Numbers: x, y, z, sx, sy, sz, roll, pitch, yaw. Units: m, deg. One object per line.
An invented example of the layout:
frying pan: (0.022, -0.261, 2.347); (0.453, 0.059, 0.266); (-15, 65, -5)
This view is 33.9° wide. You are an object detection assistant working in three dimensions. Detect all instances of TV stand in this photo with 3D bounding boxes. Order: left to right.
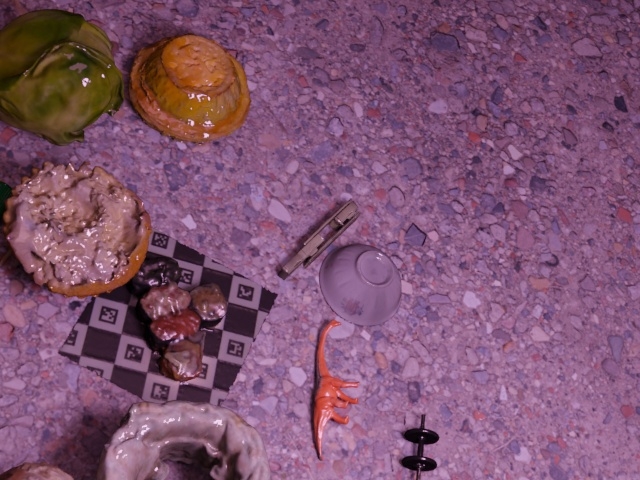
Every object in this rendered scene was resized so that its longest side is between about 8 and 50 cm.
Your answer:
TV stand: (0.000, 0.000, 2.197); (0.042, 0.036, 0.249); (44, 55, 3)

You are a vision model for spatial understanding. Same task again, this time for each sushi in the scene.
sushi: (-0.272, 0.141, 1.986); (0.320, 0.069, 0.339); (30, 56, -5)

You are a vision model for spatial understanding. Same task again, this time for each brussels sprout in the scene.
brussels sprout: (-0.515, -0.320, 2.041); (0.294, 0.227, 0.259); (-8, 49, 11)

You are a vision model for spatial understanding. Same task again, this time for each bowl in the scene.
bowl: (0.098, 0.076, 2.167); (0.189, 0.086, 0.189); (10, 60, -17)

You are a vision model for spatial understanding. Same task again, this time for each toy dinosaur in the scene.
toy dinosaur: (0.025, 0.286, 2.038); (0.101, 0.055, 0.279); (11, 59, 9)

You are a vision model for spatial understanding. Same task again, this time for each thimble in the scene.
thimble: (-0.239, 0.415, 1.760); (0.291, 0.195, 0.291); (7, 54, -10)

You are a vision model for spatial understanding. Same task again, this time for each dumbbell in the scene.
dumbbell: (0.194, 0.406, 2.036); (0.069, 0.069, 0.147); (17, 58, -14)

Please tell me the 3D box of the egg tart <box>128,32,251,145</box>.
egg tart: (-0.269, -0.340, 2.229); (0.288, 0.118, 0.288); (11, 55, -17)

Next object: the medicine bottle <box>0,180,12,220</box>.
medicine bottle: (-0.645, 0.016, 1.892); (0.111, 0.076, 0.309); (29, 56, -9)

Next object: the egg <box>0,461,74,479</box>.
egg: (-0.455, 0.467, 1.658); (0.195, 0.195, 0.233); (8, 74, -19)

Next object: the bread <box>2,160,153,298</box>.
bread: (-0.451, -0.013, 1.938); (0.274, 0.149, 0.274); (10, 64, -21)

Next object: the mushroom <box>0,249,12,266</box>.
mushroom: (-0.568, 0.014, 1.962); (0.028, 0.026, 0.286); (38, 52, -19)
